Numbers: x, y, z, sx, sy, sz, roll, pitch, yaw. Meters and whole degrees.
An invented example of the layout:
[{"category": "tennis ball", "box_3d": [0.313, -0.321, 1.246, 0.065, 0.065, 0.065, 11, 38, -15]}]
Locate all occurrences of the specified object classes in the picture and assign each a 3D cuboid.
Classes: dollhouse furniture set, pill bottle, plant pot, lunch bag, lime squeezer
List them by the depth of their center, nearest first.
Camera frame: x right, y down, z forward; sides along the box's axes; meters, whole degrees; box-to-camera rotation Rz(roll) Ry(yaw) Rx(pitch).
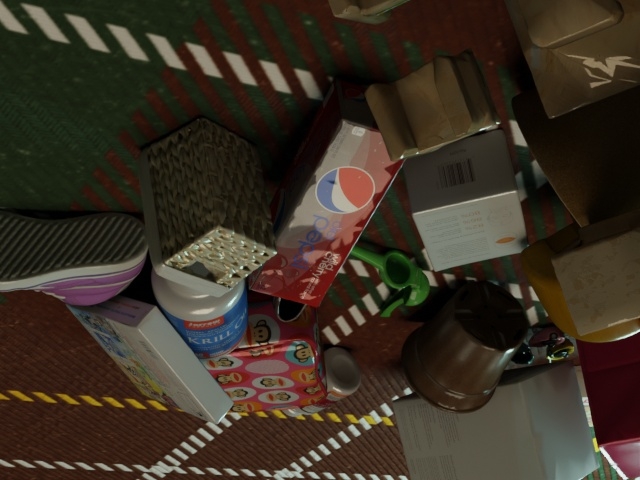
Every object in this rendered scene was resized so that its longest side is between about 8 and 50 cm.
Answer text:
[{"category": "dollhouse furniture set", "box_3d": [0.254, -0.148, 0.989, 0.362, 0.394, 0.256, -20, 179, 23]}, {"category": "plant pot", "box_3d": [0.377, -0.125, 1.205, 0.254, 0.237, 0.237, -34, 145, 20]}, {"category": "pill bottle", "box_3d": [-0.160, 0.066, 1.505, 0.124, 0.124, 0.221, -6, 153, -4]}, {"category": "lime squeezer", "box_3d": [0.096, 0.048, 1.636, 0.110, 0.058, 0.310, 17, 164, 27]}, {"category": "lunch bag", "box_3d": [-0.125, 0.181, 1.742, 0.258, 0.120, 0.293, -7, 153, 0]}, {"category": "plant pot", "box_3d": [0.232, 0.159, 1.763, 0.167, 0.167, 0.165, 3, 144, -19]}, {"category": "pill bottle", "box_3d": [-0.007, 0.247, 1.936, 0.086, 0.086, 0.152, 14, 146, -36]}]

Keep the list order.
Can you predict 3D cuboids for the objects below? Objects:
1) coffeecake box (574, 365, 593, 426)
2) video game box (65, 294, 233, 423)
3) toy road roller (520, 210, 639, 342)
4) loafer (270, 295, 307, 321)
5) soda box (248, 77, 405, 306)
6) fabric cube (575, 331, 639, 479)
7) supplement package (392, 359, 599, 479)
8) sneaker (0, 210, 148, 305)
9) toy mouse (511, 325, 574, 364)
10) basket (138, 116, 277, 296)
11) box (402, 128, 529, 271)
[{"category": "coffeecake box", "box_3d": [0.509, 0.306, 2.202, 0.142, 0.068, 0.185, -3, 152, -6]}, {"category": "video game box", "box_3d": [-0.237, 0.157, 1.567, 0.187, 0.048, 0.205, 8, 141, 46]}, {"category": "toy road roller", "box_3d": [0.399, 0.055, 1.382, 0.241, 0.329, 0.202, -31, 132, 8]}, {"category": "loafer", "box_3d": [0.000, 0.000, 1.434, 0.109, 0.095, 0.302, 10, 145, -15]}, {"category": "soda box", "box_3d": [0.006, -0.049, 1.279, 0.092, 0.083, 0.263, 16, 128, -19]}, {"category": "fabric cube", "box_3d": [0.581, 0.226, 1.865, 0.258, 0.259, 0.254, -16, 152, 19]}, {"category": "supplement package", "box_3d": [0.303, 0.336, 1.959, 0.263, 0.199, 0.198, -16, 176, 39]}, {"category": "sneaker", "box_3d": [-0.367, 0.040, 1.433, 0.282, 0.102, 0.161, 2, 154, -18]}, {"category": "toy mouse", "box_3d": [0.376, 0.180, 1.966, 0.143, 0.031, 0.161, 2, 151, -20]}, {"category": "basket", "box_3d": [-0.125, -0.039, 1.272, 0.103, 0.167, 0.113, -30, 145, 28]}, {"category": "box", "box_3d": [0.184, -0.047, 1.415, 0.130, 0.091, 0.170, -13, 152, 9]}]
